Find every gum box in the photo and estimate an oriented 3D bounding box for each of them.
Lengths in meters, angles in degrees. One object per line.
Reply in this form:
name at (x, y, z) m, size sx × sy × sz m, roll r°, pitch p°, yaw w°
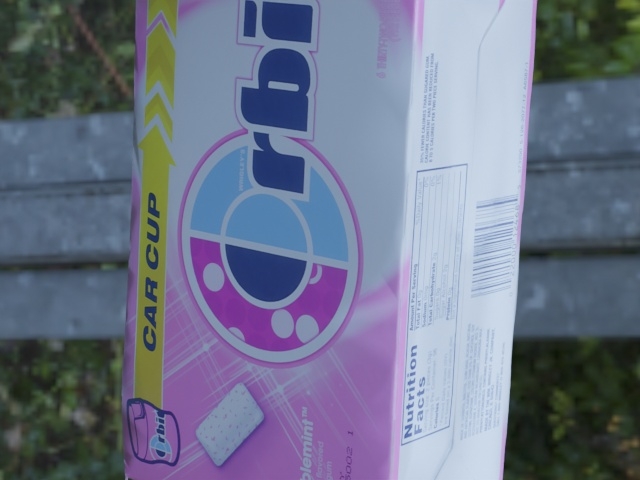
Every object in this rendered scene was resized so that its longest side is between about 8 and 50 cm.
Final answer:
gum box at (0.000, 0.000, 0.471) m, size 0.062 × 0.107 × 0.188 m, roll -10°, pitch 106°, yaw -50°
